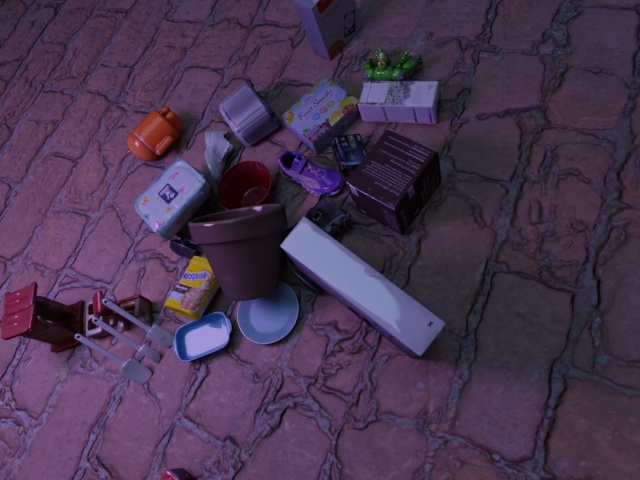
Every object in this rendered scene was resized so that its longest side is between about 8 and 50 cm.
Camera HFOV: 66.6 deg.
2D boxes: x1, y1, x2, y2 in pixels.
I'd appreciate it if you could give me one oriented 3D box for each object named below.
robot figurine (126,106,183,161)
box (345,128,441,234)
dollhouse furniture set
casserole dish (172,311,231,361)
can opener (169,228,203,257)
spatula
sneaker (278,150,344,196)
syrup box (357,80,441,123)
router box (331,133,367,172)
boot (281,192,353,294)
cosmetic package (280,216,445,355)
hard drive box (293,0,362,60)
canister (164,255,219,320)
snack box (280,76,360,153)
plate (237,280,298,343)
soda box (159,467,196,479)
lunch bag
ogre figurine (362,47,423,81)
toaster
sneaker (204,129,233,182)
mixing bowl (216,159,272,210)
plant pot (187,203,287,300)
[{"bbox_3d":[-0.596,-0.373,1.735,0.158,0.128,0.219,44,83,-6],"label":"robot figurine"},{"bbox_3d":[0.207,-0.162,1.354,0.167,0.168,0.203,32,79,26],"label":"box"},{"bbox_3d":[-0.729,0.202,1.473,0.374,0.201,0.152,-18,62,10],"label":"dollhouse furniture set"},{"bbox_3d":[-0.335,0.280,1.404,0.188,0.037,0.114,-23,62,8],"label":"casserole dish"},{"bbox_3d":[-0.346,0.030,1.513,0.280,0.074,0.093,19,108,26],"label":"can opener"},{"bbox_3d":[-0.554,0.287,1.385,0.168,0.242,0.019,-52,23,-6],"label":"spatula"},{"bbox_3d":[-0.039,-0.213,1.494,0.236,0.104,0.095,25,75,25],"label":"sneaker"},{"bbox_3d":[0.244,-0.426,1.504,0.236,0.096,0.093,8,71,20],"label":"syrup box"},{"bbox_3d":[0.092,-0.268,1.496,0.092,0.038,0.122,-9,62,-14],"label":"router box"},{"bbox_3d":[0.000,0.000,1.392,0.229,0.091,0.263,-36,59,0],"label":"boot"},{"bbox_3d":[0.097,0.122,1.149,0.377,0.284,0.097,37,81,14],"label":"cosmetic package"},{"bbox_3d":[0.030,-0.766,1.650,0.089,0.232,0.181,37,82,28],"label":"hard drive box"},{"bbox_3d":[-0.366,0.141,1.438,0.126,0.073,0.170,13,62,27],"label":"canister"},{"bbox_3d":[0.004,-0.410,1.589,0.207,0.070,0.174,-42,61,-5],"label":"snack box"},{"bbox_3d":[-0.148,0.203,1.386,0.188,0.024,0.188,-7,65,15],"label":"plate"},{"bbox_3d":[-0.405,0.710,1.205,0.092,0.083,0.263,25,77,26],"label":"soda box"},{"bbox_3d":[-0.449,-0.131,1.508,0.223,0.160,0.262,-46,28,-4],"label":"lunch bag"},{"bbox_3d":[0.221,-0.558,1.578,0.197,0.097,0.118,21,56,9],"label":"ogre figurine"},{"bbox_3d":[-0.237,-0.419,1.641,0.146,0.129,0.227,-37,63,4],"label":"toaster"},{"bbox_3d":[-0.338,-0.295,1.649,0.094,0.080,0.212,-11,62,0],"label":"sneaker"},{"bbox_3d":[-0.221,-0.148,1.526,0.181,0.098,0.182,-7,64,15],"label":"mixing bowl"},{"bbox_3d":[-0.209,0.035,1.324,0.263,0.263,0.229,-5,101,16],"label":"plant pot"}]
